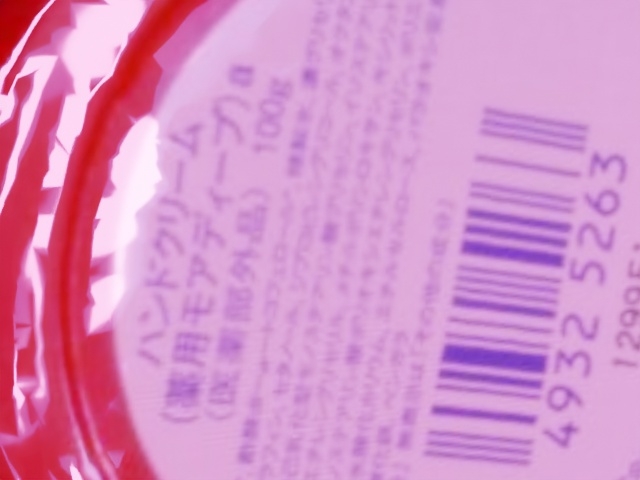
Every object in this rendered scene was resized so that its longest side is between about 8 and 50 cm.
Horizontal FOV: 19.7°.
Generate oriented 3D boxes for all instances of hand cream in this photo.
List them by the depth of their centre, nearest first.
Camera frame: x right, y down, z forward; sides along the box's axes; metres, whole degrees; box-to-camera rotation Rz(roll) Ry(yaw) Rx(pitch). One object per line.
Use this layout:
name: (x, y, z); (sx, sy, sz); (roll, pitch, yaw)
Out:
hand cream: (0.000, 0.000, 0.418); (0.230, 0.149, 0.230); (-3, 96, -26)
